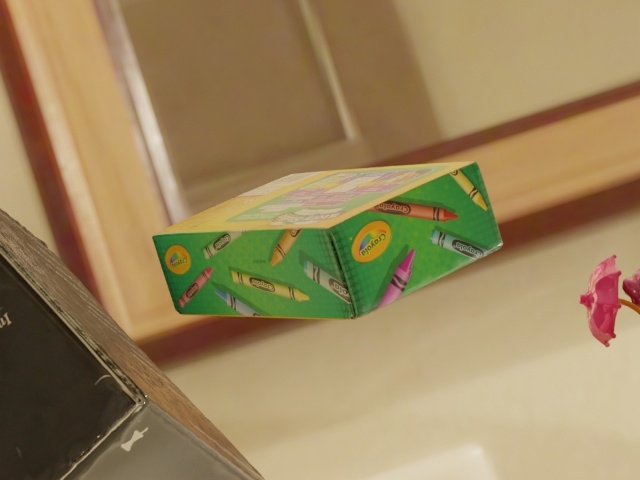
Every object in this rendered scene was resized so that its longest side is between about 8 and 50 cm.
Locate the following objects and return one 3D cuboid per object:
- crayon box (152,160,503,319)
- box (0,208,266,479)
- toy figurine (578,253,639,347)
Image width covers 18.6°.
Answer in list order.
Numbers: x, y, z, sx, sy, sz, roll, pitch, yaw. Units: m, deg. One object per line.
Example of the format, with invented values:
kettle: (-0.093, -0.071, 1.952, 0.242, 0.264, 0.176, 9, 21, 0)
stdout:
crayon box: (0.000, 0.000, 1.672, 0.278, 0.165, 0.081, -1, -70, 55)
box: (-0.332, 0.167, 1.953, 0.472, 0.297, 0.480, 42, -4, 26)
toy figurine: (0.323, 0.068, 1.801, 0.159, 0.173, 0.130, 40, -30, 13)
